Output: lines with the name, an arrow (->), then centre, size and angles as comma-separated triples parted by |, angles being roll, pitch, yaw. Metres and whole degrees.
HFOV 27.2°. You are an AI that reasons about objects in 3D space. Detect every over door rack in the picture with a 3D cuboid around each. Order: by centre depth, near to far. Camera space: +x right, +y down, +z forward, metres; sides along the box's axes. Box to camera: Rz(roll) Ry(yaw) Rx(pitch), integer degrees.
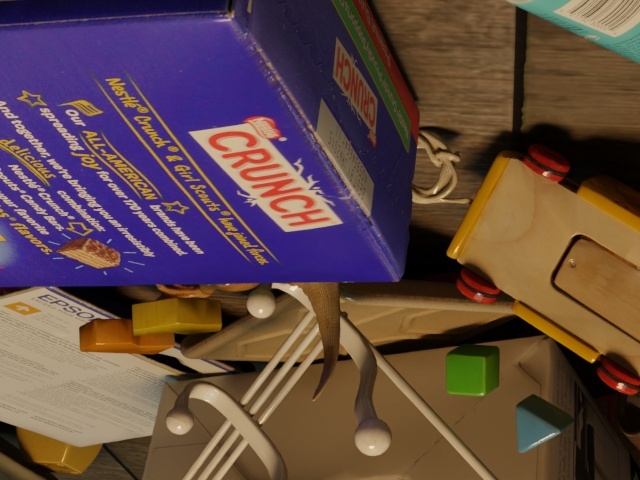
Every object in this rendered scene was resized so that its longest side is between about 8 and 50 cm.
over door rack -> 0.023, 0.208, 0.835 | 0.324, 0.108, 0.239 | 41, 118, 8

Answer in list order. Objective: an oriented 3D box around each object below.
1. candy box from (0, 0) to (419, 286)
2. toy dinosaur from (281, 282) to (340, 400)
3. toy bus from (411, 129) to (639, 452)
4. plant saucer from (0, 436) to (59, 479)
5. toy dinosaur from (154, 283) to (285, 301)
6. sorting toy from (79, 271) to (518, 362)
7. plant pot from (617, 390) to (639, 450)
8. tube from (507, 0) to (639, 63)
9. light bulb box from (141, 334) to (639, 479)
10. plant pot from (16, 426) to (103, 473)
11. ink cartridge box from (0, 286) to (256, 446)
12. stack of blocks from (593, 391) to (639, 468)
candy box -> -0.133, -0.076, 0.671 | 0.317, 0.122, 0.268 | 0, 155, 18
toy dinosaur -> 0.000, 0.000, 0.790 | 0.092, 0.183, 0.053 | -31, 158, 14
toy bus -> 0.166, 0.010, 0.800 | 0.191, 0.202, 0.104 | -14, -179, 28
plant saucer -> -0.393, 0.256, 1.455 | 0.400, 0.100, 0.400 | 34, 169, 7
toy dinosaur -> -0.059, 0.020, 0.951 | 0.112, 0.064, 0.211 | -1, 156, 16
sorting toy -> -0.005, 0.053, 0.973 | 0.307, 0.041, 0.229 | 5, 162, -33
plant pot -> 0.347, 0.144, 0.982 | 0.230, 0.215, 0.215 | 25, 155, -7
tube -> 0.172, -0.102, 0.619 | 0.207, 0.052, 0.080 | 17, 161, -35
light bulb box -> 0.084, 0.277, 1.115 | 0.358, 0.225, 0.361 | -10, 142, 27
plant pot -> -0.283, 0.208, 1.439 | 0.081, 0.083, 0.081 | -1, 155, 18
ink cartridge box -> -0.223, 0.098, 1.181 | 0.330, 0.071, 0.324 | -16, 148, 36
stack of blocks -> 0.366, 0.234, 1.300 | 0.297, 0.087, 0.171 | 20, 153, -27
